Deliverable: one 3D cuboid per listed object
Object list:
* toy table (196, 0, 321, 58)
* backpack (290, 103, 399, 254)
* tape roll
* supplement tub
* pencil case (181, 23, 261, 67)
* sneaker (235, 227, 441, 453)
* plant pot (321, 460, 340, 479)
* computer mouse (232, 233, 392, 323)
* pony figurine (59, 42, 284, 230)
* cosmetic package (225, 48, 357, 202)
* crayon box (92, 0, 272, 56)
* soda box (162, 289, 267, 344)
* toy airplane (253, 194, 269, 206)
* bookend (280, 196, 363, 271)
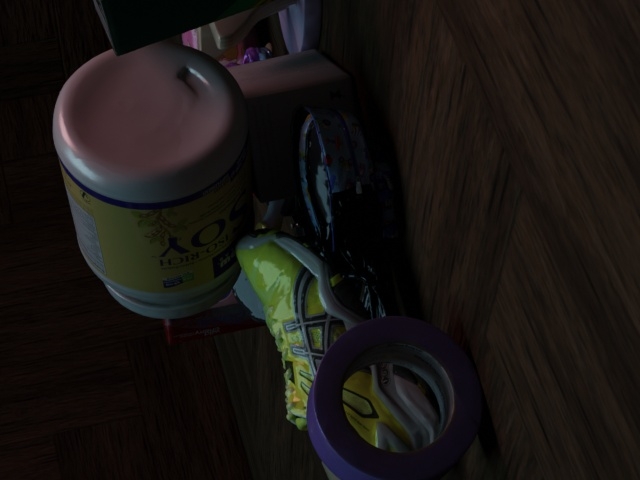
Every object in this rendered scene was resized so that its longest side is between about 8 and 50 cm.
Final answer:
[{"bbox_3d":[-0.096,-0.363,1.988,0.252,0.160,0.274,-115,19,-50],"label":"toy table"},{"bbox_3d":[0.024,-0.089,1.769,0.158,0.116,0.173,-131,31,-69],"label":"backpack"},{"bbox_3d":[0.081,0.185,1.579,0.080,0.189,0.189,105,152,-68],"label":"tape roll"},{"bbox_3d":[-0.207,-0.069,1.836,0.331,0.241,0.241,90,165,-56],"label":"supplement tub"},{"bbox_3d":[-0.169,-0.313,2.413,0.167,0.160,0.386,-17,-84,-68],"label":"pencil case"},{"bbox_3d":[0.000,0.146,1.751,0.385,0.147,0.145,51,167,20],"label":"sneaker"},{"bbox_3d":[0.072,0.299,1.978,0.109,0.109,0.096,-119,33,-57],"label":"plant pot"},{"bbox_3d":[-0.004,0.058,1.954,0.272,0.072,0.189,1,102,37],"label":"computer mouse"},{"bbox_3d":[-0.189,-0.135,2.163,0.302,0.351,0.364,6,94,46],"label":"pony figurine"},{"bbox_3d":[-0.042,-0.160,1.938,0.184,0.151,0.151,-129,28,-67],"label":"cosmetic package"},{"bbox_3d":[-0.168,-0.423,1.793,0.106,0.313,0.363,80,167,-48],"label":"crayon box"},{"bbox_3d":[-0.139,0.096,2.389,0.092,0.263,0.083,95,162,-54],"label":"soda box"},{"bbox_3d":[-0.112,-0.097,2.470,0.151,0.151,0.028,103,169,-65],"label":"toy airplane"},{"bbox_3d":[0.000,0.000,2.098,0.157,0.072,0.156,119,138,-74],"label":"bookend"}]
